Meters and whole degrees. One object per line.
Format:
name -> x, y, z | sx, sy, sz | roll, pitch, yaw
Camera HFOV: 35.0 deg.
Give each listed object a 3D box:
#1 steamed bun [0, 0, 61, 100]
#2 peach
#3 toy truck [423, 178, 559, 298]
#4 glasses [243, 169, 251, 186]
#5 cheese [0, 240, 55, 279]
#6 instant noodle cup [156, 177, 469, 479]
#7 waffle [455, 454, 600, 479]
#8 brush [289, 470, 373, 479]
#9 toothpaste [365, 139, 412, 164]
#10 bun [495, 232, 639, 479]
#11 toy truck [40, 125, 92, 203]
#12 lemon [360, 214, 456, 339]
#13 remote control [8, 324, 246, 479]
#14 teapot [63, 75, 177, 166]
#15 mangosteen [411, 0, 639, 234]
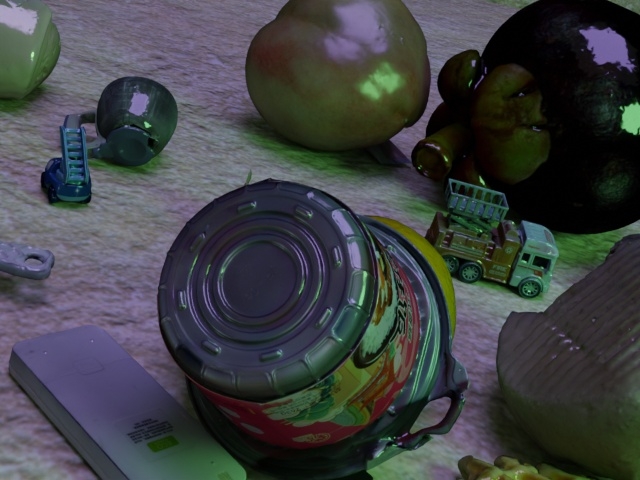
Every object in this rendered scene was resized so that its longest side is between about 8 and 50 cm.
steamed bun -> -0.489, -0.303, 1.469 | 0.225, 0.170, 0.200 | 10, 22, -17
peach -> 0.035, -0.272, 1.601 | 0.292, 0.247, 0.292 | -4, 44, 4
toy truck -> 0.236, -0.001, 1.369 | 0.177, 0.115, 0.080 | 16, 26, -6
glasses -> -0.014, 0.025, 1.264 | 0.220, 0.088, 0.189 | 27, 20, -26
cheese -> -0.410, 0.007, 1.029 | 0.249, 0.071, 0.163 | 22, 27, 9
instant noodle cup -> -0.028, 0.063, 0.868 | 0.302, 0.258, 0.181 | 14, -17, 21
waffle -> 0.229, 0.278, 0.896 | 0.261, 0.056, 0.250 | 15, 26, 1
brush -> 0.025, 0.209, 0.952 | 0.063, 0.016, 0.193 | 24, 28, 17
toothpaste -> 0.076, -0.182, 1.713 | 0.067, 0.043, 0.194 | -4, 39, -36
bun -> 0.338, 0.136, 1.039 | 0.205, 0.281, 0.281 | 45, 17, -24
toy truck -> -0.309, -0.094, 1.257 | 0.056, 0.090, 0.073 | 0, 30, -30
lemon -> 0.046, 0.072, 1.044 | 0.187, 0.187, 0.244 | 14, 36, -5
remote control -> -0.177, 0.159, 0.909 | 0.103, 0.034, 0.250 | -13, 38, -45
teapot -> -0.272, -0.159, 1.390 | 0.149, 0.111, 0.108 | 16, 40, -14
mangosteen -> 0.350, -0.170, 1.551 | 0.435, 0.382, 0.382 | -26, 32, 3
